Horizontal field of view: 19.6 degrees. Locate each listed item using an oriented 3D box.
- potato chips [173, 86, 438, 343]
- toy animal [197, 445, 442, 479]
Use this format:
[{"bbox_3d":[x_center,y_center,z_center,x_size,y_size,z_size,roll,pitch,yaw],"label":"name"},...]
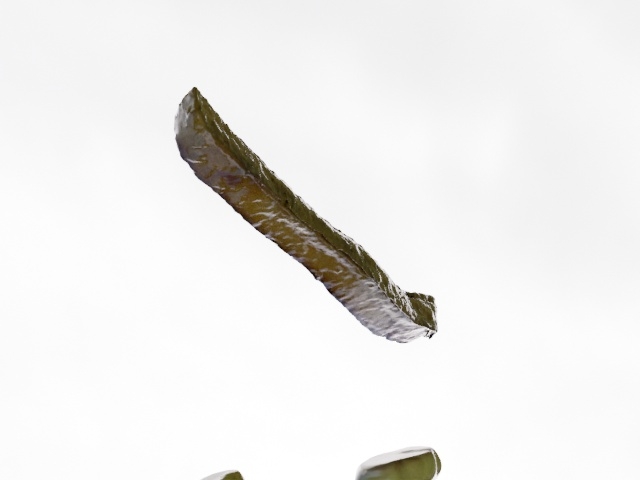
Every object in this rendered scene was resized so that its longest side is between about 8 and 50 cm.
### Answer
[{"bbox_3d":[0.000,0.000,0.745,0.204,0.026,0.037,39,-150,-50],"label":"potato chips"},{"bbox_3d":[-0.008,0.174,0.751,0.121,0.233,0.168,-19,-74,-48],"label":"toy animal"}]
